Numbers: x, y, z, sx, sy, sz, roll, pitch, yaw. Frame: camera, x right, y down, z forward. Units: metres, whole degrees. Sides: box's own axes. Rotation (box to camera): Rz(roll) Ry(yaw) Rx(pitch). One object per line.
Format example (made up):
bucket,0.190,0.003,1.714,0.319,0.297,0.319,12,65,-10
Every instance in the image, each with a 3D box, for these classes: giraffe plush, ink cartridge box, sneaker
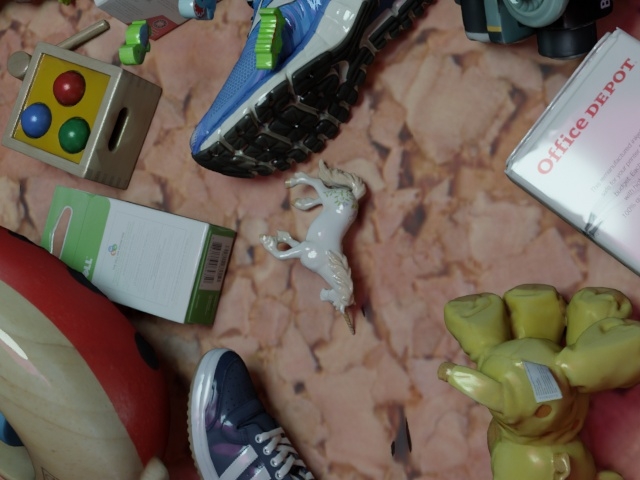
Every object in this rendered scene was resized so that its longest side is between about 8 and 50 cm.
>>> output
giraffe plush,0.192,0.153,0.773,0.181,0.210,0.170,0,113,19
ink cartridge box,0.294,-0.055,0.781,0.218,0.092,0.158,41,99,20
sneaker,-0.033,0.238,0.876,0.153,0.099,0.282,-10,87,26
sneaker,-0.022,-0.207,0.929,0.330,0.130,0.147,-49,58,3
ink cartridge box,-0.143,-0.309,0.981,0.198,0.115,0.067,-26,74,17
ink cartridge box,-0.207,0.014,0.996,0.209,0.062,0.109,14,90,24

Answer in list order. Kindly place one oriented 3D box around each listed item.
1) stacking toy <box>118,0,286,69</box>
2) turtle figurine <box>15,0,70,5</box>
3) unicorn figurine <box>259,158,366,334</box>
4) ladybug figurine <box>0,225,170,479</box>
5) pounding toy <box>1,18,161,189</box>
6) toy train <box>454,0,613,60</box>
stacking toy,-0.112,-0.274,0.871,0.167,0.052,0.221,4,84,23
turtle figurine,-0.413,-0.305,1.105,0.217,0.087,0.270,-11,106,15
unicorn figurine,0.000,0.000,0.913,0.111,0.060,0.162,19,91,24
ladybug figurine,-0.318,0.116,0.941,0.449,0.305,0.162,33,52,18
pounding toy,-0.298,-0.181,1.041,0.206,0.094,0.181,21,92,23
toy train,0.168,-0.324,0.780,0.190,0.142,0.334,25,133,56
